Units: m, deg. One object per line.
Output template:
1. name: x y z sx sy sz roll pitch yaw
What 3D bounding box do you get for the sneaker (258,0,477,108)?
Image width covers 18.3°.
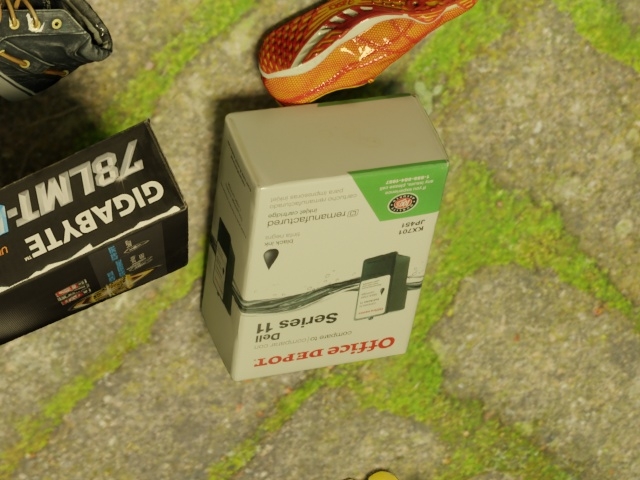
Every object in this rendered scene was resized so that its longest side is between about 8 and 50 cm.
1. sneaker: 0.037 -0.153 1.469 0.175 0.064 0.067 -24 143 2

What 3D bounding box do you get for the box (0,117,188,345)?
1. box: -0.234 0.031 1.343 0.293 0.295 0.073 -26 85 -8

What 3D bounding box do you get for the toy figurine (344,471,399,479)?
1. toy figurine: -0.031 0.379 1.710 0.362 0.191 0.217 -21 132 -7

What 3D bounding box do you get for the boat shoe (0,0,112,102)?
1. boat shoe: -0.212 -0.153 1.316 0.083 0.065 0.183 -23 158 16

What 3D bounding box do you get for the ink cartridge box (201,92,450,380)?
1. ink cartridge box: 0.000 0.000 1.503 0.153 0.087 0.208 -9 137 -18
